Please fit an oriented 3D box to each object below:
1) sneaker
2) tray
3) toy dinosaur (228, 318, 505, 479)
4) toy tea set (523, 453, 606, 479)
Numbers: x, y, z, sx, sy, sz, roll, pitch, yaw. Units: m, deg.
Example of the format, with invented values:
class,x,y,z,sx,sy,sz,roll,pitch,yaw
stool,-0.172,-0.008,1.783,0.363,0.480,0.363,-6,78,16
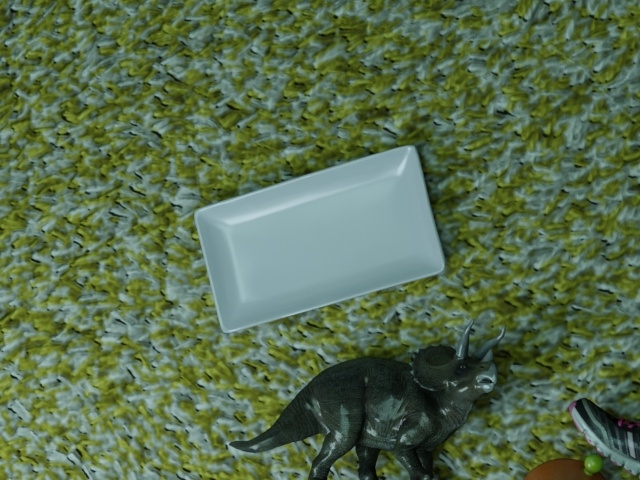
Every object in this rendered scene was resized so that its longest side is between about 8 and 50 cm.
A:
class,x,y,z,sx,sy,sz,roll,pitch,yaw
sneaker,0.333,0.202,1.842,0.170,0.063,0.075,36,101,13
tray,0.000,0.000,1.993,0.270,0.030,0.145,-16,82,20
toy dinosaur,0.062,0.185,1.935,0.313,0.121,0.160,-7,74,25
toy tea set,0.188,0.351,1.886,0.336,0.124,0.200,-23,110,15
